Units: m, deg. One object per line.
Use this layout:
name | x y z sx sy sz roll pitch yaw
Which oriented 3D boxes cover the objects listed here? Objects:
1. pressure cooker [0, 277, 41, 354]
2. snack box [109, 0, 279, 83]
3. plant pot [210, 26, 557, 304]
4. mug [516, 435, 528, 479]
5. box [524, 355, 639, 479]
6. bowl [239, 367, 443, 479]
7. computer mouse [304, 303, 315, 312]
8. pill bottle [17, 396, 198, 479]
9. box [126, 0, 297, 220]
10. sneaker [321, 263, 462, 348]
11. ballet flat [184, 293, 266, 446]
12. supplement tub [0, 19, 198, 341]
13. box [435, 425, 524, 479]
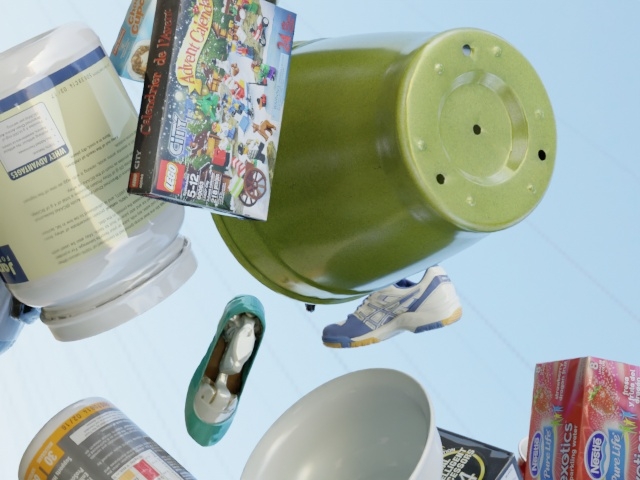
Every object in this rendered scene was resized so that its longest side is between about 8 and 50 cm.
pressure cooker | -0.551 -0.074 1.767 0.370 0.375 0.420 24 -90 38
snack box | -0.141 -0.351 1.588 0.060 0.187 0.322 47 -61 45
plant pot | 0.094 -0.109 1.477 0.353 0.366 0.366 -9 -93 57
mug | 0.343 0.417 1.952 0.113 0.150 0.169 -73 175 -63
box | 0.348 0.287 1.529 0.128 0.122 0.257 156 -56 -66
bowl | 0.047 0.319 1.539 0.134 0.298 0.298 54 -13 -28
computer mouse | 0.000 0.000 1.728 0.071 0.041 0.242 -110 -159 -55
pill bottle | -0.239 0.339 1.501 0.278 0.162 0.162 37 -48 23
box | -0.111 -0.148 1.244 0.044 0.159 0.233 3 -96 45
sneaker | 0.129 0.128 2.310 0.296 0.112 0.131 -17 -90 22
ballet flat | -0.145 0.200 1.772 0.087 0.083 0.247 -142 -109 -79
supplement tub | -0.304 -0.069 1.395 0.235 0.235 0.325 9 -52 63
box | 0.077 0.445 1.797 0.318 0.395 0.097 12 -42 42
